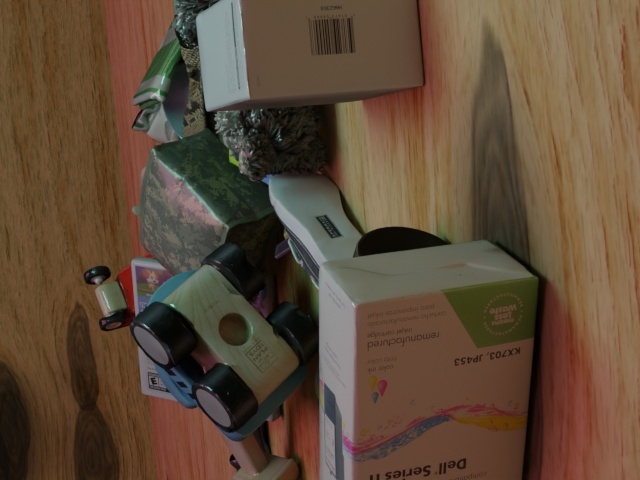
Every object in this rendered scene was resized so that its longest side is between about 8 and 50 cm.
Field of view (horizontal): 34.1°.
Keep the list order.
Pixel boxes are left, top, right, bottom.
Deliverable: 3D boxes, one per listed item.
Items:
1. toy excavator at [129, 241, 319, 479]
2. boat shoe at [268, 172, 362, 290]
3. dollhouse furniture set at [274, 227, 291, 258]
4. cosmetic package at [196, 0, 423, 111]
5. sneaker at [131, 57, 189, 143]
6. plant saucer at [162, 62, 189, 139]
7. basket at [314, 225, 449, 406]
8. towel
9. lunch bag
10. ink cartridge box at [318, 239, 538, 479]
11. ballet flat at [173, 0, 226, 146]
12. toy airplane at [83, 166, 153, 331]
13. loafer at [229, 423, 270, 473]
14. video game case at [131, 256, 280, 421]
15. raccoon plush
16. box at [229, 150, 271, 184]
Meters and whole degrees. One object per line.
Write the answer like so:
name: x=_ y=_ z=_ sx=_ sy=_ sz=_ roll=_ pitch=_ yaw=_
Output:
toy excavator: x=-0.156 y=0.266 z=1.866 sx=0.433 sy=0.222 sz=0.445 roll=47 pitch=152 yaw=0
boat shoe: x=0.000 y=0.000 z=1.560 sx=0.301 sy=0.108 sz=0.102 roll=53 pitch=144 yaw=44
dollhouse furniture set: x=-0.012 y=0.002 z=1.732 sx=0.081 sy=0.091 sz=0.114 roll=47 pitch=-157 yaw=-24
cosmetic package: x=-0.020 y=-0.242 z=1.322 sx=0.225 sy=0.224 sz=0.138 roll=-168 pitch=72 yaw=-71
sneaker: x=-0.269 y=-0.334 z=2.233 sx=0.330 sy=0.146 sz=0.122 roll=-51 pitch=16 yaw=36
plant saucer: x=-0.239 y=-0.279 z=2.143 sx=0.195 sy=0.037 sz=0.194 roll=16 pitch=124 yaw=25
basket: x=0.087 y=0.109 z=1.271 sx=0.204 sy=0.154 sz=0.226 roll=-118 pitch=31 yaw=-51
towel: x=-0.268 y=-0.409 z=2.038 sx=0.324 sy=0.038 sz=0.248 roll=-64 pitch=17 yaw=-5
lunch bag: x=-0.216 y=-0.018 z=1.939 sx=0.235 sy=0.169 sz=0.287 roll=44 pitch=135 yaw=23
ink cartridge box: x=0.110 y=0.192 z=1.127 sx=0.119 sy=0.207 sz=0.353 roll=-132 pitch=38 yaw=-62
ballet flat: x=-0.163 y=-0.306 z=1.889 sx=0.182 sy=0.164 sz=0.482 roll=46 pitch=151 yaw=25
toy airplane: x=-0.297 y=0.058 z=2.275 sx=0.384 sy=0.272 sz=0.386 roll=19 pitch=98 yaw=37
loafer: x=-0.162 y=0.434 z=2.200 sx=0.109 sy=0.095 sz=0.302 roll=178 pitch=85 yaw=-72
video game case: x=-0.232 y=0.195 z=2.095 sx=0.329 sy=0.036 sz=0.299 roll=7 pitch=108 yaw=28
raccoon plush: x=-0.062 y=-0.284 z=1.499 sx=0.299 sy=0.216 sz=0.446 roll=67 pitch=157 yaw=20
box: x=-0.094 y=-0.156 z=1.796 sx=0.178 sy=0.042 sz=0.109 roll=32 pitch=131 yaw=42
